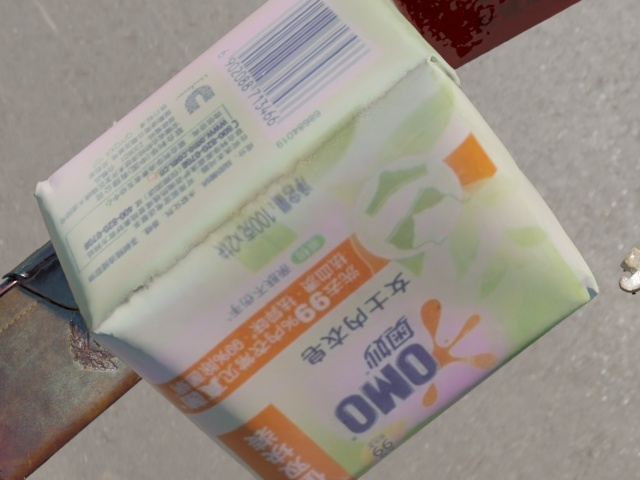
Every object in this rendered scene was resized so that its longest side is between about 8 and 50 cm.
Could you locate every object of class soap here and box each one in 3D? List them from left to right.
[{"bbox_3d":[0.000,0.000,0.607,0.199,0.182,0.138,-39,38,4],"label":"soap"}]

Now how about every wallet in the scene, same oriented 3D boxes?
[{"bbox_3d":[-0.161,0.052,0.896,0.255,0.137,0.031,-41,34,-24],"label":"wallet"}]

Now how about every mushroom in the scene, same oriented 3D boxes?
[{"bbox_3d":[0.394,0.029,1.509,0.049,0.019,0.101,31,57,19],"label":"mushroom"}]

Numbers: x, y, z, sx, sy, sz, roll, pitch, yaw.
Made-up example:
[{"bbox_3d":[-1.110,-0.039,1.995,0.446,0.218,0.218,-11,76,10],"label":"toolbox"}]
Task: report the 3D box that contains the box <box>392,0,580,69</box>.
[{"bbox_3d":[0.099,-0.262,0.805,0.197,0.313,0.089,-27,56,12],"label":"box"}]
